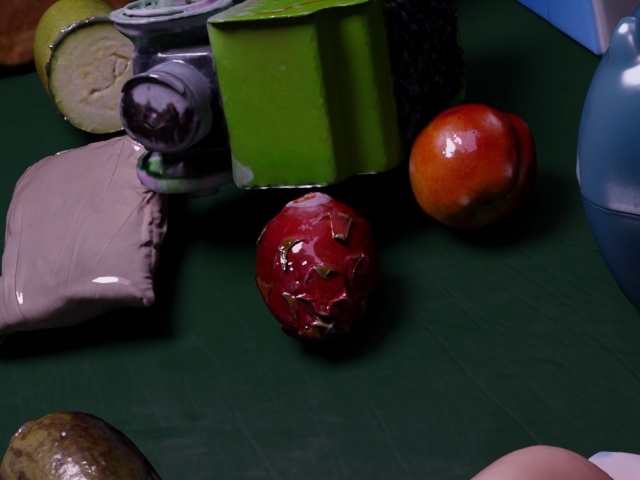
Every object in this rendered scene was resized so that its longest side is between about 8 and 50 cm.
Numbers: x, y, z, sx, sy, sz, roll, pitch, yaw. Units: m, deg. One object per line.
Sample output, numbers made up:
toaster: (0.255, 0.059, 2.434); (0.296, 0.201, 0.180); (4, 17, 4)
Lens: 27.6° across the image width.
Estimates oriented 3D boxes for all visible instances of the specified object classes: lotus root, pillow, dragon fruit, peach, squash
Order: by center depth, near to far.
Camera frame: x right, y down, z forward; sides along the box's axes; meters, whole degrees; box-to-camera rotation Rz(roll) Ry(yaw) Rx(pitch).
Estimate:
lotus root: (-0.138, 0.160, 0.798); (0.179, 0.089, 0.080); (35, 104, 47)
dragon fruit: (0.000, 0.000, 0.966); (0.094, 0.094, 0.190); (-11, 29, 13)
peach: (0.113, -0.059, 0.980); (0.101, 0.100, 0.100); (-14, 34, 9)
pillow: (-0.205, -0.006, 1.094); (0.173, 0.067, 0.270); (-18, 32, 12)
squash: (-0.241, -0.191, 1.340); (0.123, 0.123, 0.187); (-27, 30, -11)

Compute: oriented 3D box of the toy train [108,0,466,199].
toy train: (-0.021, -0.140, 1.068); (0.249, 0.173, 0.307); (0, 21, 22)

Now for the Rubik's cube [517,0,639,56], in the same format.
Rubik's cube: (0.284, -0.386, 1.189); (0.291, 0.290, 0.291); (-24, 33, -6)

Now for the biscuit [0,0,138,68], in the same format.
biscuit: (-0.336, -0.361, 1.586); (0.343, 0.166, 0.395); (-18, 33, 8)

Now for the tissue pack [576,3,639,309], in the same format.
tissue pack: (0.295, -0.094, 0.840); (0.198, 0.206, 0.287); (14, 47, 39)

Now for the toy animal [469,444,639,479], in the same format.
toy animal: (0.136, 0.167, 0.559); (0.256, 0.195, 0.213); (-4, 28, 27)
